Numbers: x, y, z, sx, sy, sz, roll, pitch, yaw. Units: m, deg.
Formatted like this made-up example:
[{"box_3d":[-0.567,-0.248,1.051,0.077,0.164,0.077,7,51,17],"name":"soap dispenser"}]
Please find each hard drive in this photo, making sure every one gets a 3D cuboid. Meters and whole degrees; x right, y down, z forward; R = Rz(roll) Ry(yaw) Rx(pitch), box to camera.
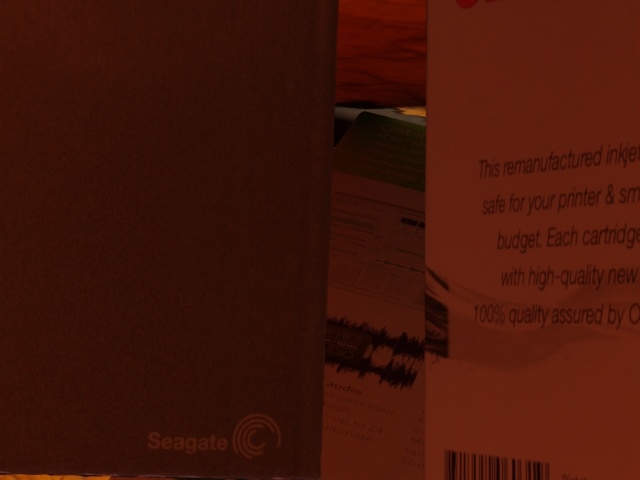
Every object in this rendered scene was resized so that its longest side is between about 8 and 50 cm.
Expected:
[{"box_3d":[-0.044,-0.018,0.408,0.094,0.135,0.022,3,177,-16],"name":"hard drive"}]

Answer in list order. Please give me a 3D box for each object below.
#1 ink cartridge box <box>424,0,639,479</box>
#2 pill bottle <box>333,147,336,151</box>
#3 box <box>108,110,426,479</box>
[{"box_3d":[0.091,0.020,0.415,0.086,0.203,0.148,2,178,-27],"name":"ink cartridge box"},{"box_3d":[0.003,0.016,0.972,0.117,0.117,0.215,1,-169,32],"name":"pill bottle"},{"box_3d":[0.081,0.058,0.738,0.232,0.058,0.322,15,-150,10],"name":"box"}]
